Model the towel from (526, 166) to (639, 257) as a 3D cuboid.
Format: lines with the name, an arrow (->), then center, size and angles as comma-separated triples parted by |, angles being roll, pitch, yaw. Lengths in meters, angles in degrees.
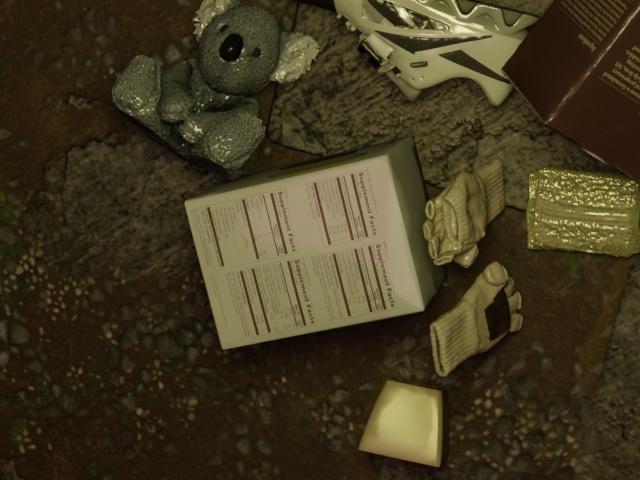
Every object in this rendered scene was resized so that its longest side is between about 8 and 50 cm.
towel -> 0.336, -0.037, 1.912 | 0.148, 0.027, 0.110 | 4, 101, 13

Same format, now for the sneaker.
sneaker -> 0.094, -0.253, 1.875 | 0.331, 0.122, 0.146 | 17, 102, 9

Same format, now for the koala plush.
koala plush -> -0.126, -0.209, 1.926 | 0.196, 0.203, 0.221 | 29, 84, 7

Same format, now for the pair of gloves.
pair of gloves -> 0.193, 0.029, 1.868 | 0.042, 0.204, 0.240 | 3, 105, 32

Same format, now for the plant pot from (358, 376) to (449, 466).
plant pot -> 0.118, 0.234, 1.978 | 0.109, 0.109, 0.096 | 11, 90, 11

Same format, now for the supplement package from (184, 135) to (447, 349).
supplement package -> 0.000, 0.000, 1.904 | 0.263, 0.199, 0.198 | -12, 98, 15

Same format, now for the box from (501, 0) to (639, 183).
box -> 0.357, -0.211, 1.772 | 0.168, 0.167, 0.203 | 29, 109, -27
